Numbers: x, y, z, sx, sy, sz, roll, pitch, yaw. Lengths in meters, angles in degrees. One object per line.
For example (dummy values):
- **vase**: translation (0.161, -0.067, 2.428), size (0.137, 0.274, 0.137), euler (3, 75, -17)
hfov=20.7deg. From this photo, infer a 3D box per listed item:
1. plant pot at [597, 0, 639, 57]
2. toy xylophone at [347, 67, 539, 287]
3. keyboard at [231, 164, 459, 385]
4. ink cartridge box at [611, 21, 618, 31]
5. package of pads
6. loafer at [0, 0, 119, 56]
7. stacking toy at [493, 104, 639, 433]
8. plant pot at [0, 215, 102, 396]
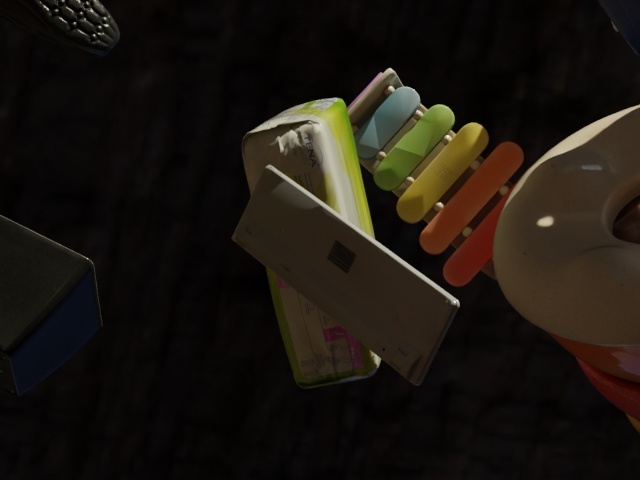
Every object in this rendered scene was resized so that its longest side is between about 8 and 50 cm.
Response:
- **plant pot**: translation (0.367, -0.339, 1.623), size (0.212, 0.236, 0.236), euler (-9, -143, 51)
- **toy xylophone**: translation (0.148, -0.058, 2.295), size (0.236, 0.322, 0.081), euler (-56, 171, -4)
- **keyboard**: translation (0.014, 0.022, 1.375), size (0.256, 0.014, 0.072), euler (37, -80, 44)
- **ink cartridge box**: translation (0.460, -0.414, 2.317), size (0.283, 0.117, 0.207), euler (151, -80, -72)
- **package of pads**: translation (0.000, 0.000, 1.953), size (0.229, 0.101, 0.296), euler (-50, 127, -77)
- **loafer**: translation (-0.349, -0.291, 2.151), size (0.076, 0.223, 0.078), euler (-61, -178, -24)
- **stacking toy**: translation (0.403, 0.123, 1.801), size (0.350, 0.350, 0.480), euler (-95, 164, -55)
- **plant pot**: translation (-0.427, 0.097, 2.388), size (0.167, 0.188, 0.187), euler (-56, 165, -29)
